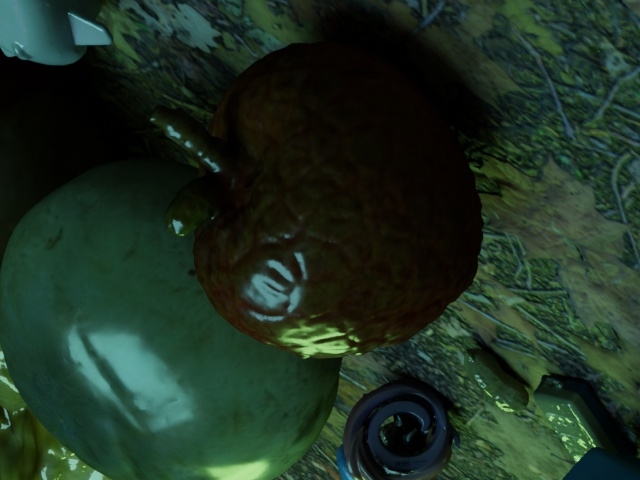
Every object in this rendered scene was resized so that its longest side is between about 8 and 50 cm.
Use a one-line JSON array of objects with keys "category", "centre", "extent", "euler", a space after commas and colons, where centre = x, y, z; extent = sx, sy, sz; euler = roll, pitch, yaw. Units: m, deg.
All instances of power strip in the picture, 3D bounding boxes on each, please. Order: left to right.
[{"category": "power strip", "centre": [0.252, 0.179, 1.796], "extent": [0.056, 0.032, 0.123], "euler": [8, 141, 49]}]

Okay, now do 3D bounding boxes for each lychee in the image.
[{"category": "lychee", "centre": [-0.002, -0.035, 1.512], "extent": [0.300, 0.255, 0.255], "euler": [16, 176, -40]}]

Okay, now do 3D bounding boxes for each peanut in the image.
[{"category": "peanut", "centre": [0.172, 0.138, 1.840], "extent": [0.083, 0.037, 0.037], "euler": [50, 155, -14]}]

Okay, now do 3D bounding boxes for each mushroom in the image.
[{"category": "mushroom", "centre": [-0.136, 0.082, 1.742], "extent": [0.352, 0.260, 0.352], "euler": [22, 136, 23]}]

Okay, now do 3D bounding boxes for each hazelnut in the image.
[{"category": "hazelnut", "centre": [-0.374, -0.076, 1.928], "extent": [0.366, 0.366, 0.366], "euler": [32, 156, 16]}]

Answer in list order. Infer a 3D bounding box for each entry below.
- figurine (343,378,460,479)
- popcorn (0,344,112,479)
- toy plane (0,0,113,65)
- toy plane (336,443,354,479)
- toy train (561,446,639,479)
[{"category": "figurine", "centre": [0.086, 0.230, 2.041], "extent": [0.157, 0.126, 0.114], "euler": [89, 170, -59]}, {"category": "popcorn", "centre": [-0.224, 0.200, 2.151], "extent": [0.354, 0.344, 0.390], "euler": [2, 179, 23]}, {"category": "toy plane", "centre": [-0.283, -0.262, 1.670], "extent": [0.266, 0.123, 0.267], "euler": [15, 143, 11]}, {"category": "toy plane", "centre": [0.108, 0.348, 2.247], "extent": [0.271, 0.105, 0.254], "euler": [42, 144, -18]}, {"category": "toy train", "centre": [0.300, 0.357, 1.756], "extent": [0.188, 0.265, 0.300], "euler": [27, 157, 50]}]
